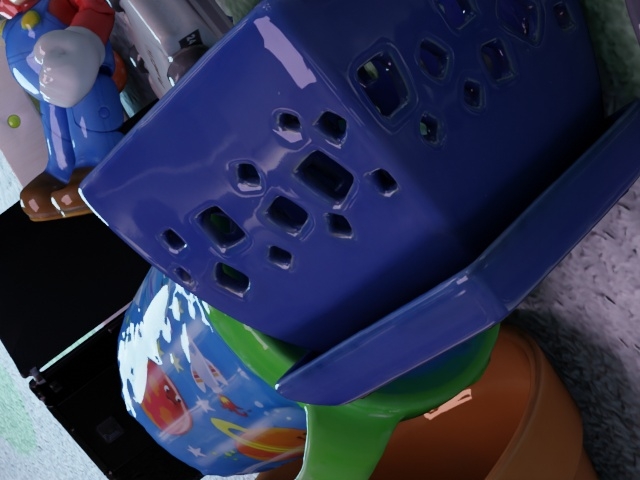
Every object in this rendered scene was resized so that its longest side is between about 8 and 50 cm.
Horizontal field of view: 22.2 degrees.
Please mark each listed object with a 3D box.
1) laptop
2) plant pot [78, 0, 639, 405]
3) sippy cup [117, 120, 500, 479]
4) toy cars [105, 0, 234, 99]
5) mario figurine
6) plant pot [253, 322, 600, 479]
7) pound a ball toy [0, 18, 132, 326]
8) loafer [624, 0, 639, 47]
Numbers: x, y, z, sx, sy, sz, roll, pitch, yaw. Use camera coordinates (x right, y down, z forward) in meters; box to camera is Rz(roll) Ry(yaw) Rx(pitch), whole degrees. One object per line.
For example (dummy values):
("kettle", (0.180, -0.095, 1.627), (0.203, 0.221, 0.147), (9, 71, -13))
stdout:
("laptop", (-0.146, 0.059, 1.425), (0.264, 0.234, 0.136), (53, 180, -22))
("plant pot", (0.040, -0.051, 0.962), (0.212, 0.236, 0.236), (52, 139, -2))
("sippy cup", (-0.029, 0.055, 1.157), (0.240, 0.305, 0.224), (45, 137, -3))
("toy cars", (-0.137, -0.227, 1.158), (0.393, 0.087, 0.176), (60, 171, -27))
("mario figurine", (-0.244, -0.174, 1.329), (0.198, 0.170, 0.320), (-9, 92, 26))
("plant pot", (0.096, 0.229, 1.163), (0.203, 0.291, 0.291), (49, 157, -17))
("pound a ball toy", (-0.214, -0.088, 1.543), (0.319, 0.136, 0.208), (61, 179, -4))
("loafer", (0.247, -0.034, 0.795), (0.095, 0.109, 0.302), (-23, 94, 59))
